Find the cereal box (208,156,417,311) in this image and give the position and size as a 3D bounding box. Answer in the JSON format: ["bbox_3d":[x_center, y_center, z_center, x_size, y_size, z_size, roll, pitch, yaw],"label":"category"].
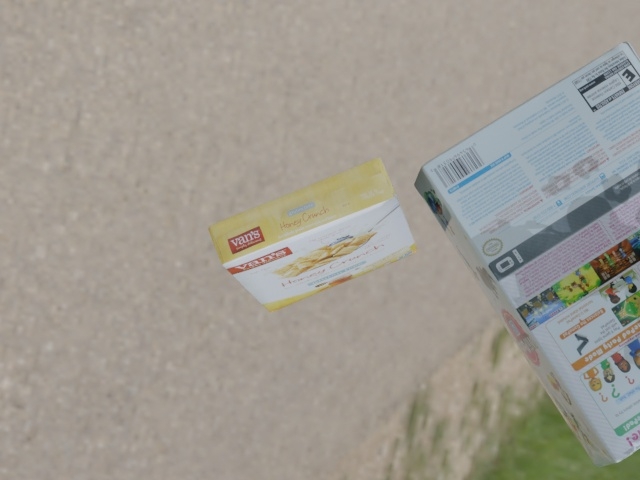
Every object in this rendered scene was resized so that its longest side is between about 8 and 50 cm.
[{"bbox_3d":[0.000,0.000,1.444,0.240,0.173,0.047,53,15,-75],"label":"cereal box"}]

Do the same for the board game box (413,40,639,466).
[{"bbox_3d":[0.257,0.013,1.308,0.224,0.303,0.097,-31,171,-8],"label":"board game box"}]
